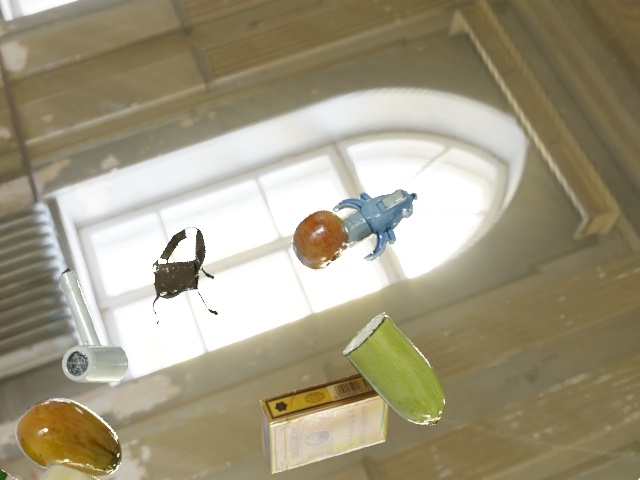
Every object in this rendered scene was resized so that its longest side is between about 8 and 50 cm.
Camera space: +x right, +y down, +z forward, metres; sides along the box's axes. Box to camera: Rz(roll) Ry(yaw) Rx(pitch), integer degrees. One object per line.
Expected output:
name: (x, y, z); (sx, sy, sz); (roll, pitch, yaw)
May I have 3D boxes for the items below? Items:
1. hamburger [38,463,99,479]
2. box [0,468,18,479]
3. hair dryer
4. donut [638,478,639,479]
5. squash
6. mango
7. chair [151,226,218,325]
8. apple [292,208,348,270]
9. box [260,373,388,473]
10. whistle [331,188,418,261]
hamburger: (-0.485, 0.497, 1.805); (0.141, 0.081, 0.126); (36, -35, -28)
box: (-0.726, 0.555, 1.975); (0.199, 0.081, 0.135); (43, 49, -26)
hair dryer: (-0.451, 0.156, 1.756); (0.236, 0.073, 0.131); (69, 14, 14)
donut: (0.863, 0.605, 1.898); (0.449, 0.198, 0.449); (20, -44, 20)
squash: (0.172, 0.284, 1.954); (0.247, 0.132, 0.132); (48, -8, -1)
mango: (-0.560, 0.438, 2.061); (0.254, 0.139, 0.175); (34, 22, -46)
chair: (-0.312, 0.077, 2.089); (0.213, 0.149, 0.174); (94, -11, -50)
apple: (0.002, -0.002, 1.910); (0.102, 0.126, 0.126); (43, -17, 17)
box: (0.011, 0.434, 2.216); (0.084, 0.301, 0.193); (-119, -158, -47)
whistle: (0.125, -0.047, 2.280); (0.180, 0.269, 0.093); (59, -2, 27)
